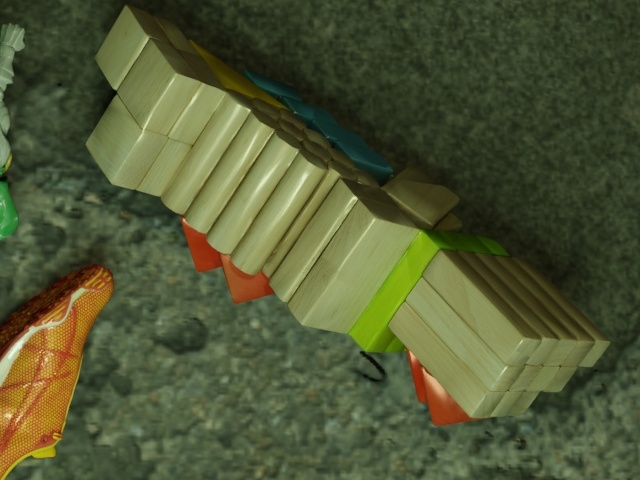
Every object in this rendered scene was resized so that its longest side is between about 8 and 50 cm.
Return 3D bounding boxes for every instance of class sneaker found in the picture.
[{"bbox_3d":[-0.174,0.090,1.119,0.067,0.064,0.175,41,71,-21],"label":"sneaker"}]

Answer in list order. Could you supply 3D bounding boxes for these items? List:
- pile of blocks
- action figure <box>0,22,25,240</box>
[{"bbox_3d":[0.000,0.000,1.178,0.362,0.149,0.112,38,110,8],"label":"pile of blocks"},{"bbox_3d":[-0.218,-0.112,1.144,0.063,0.137,0.232,-6,83,-30],"label":"action figure"}]
